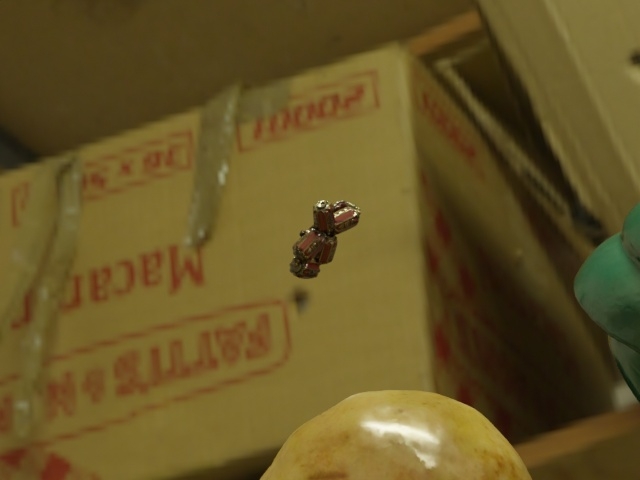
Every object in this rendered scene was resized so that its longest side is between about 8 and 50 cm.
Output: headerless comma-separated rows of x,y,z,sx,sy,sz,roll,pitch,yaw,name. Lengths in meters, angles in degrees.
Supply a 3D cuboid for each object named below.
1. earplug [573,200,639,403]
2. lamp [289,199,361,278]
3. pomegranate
0.339,0.061,1.634,0.257,0.164,0.280,-7,-49,-33,earplug
0.000,0.000,1.731,0.063,0.031,0.083,8,-69,-51,lamp
0.072,0.322,1.901,0.338,0.338,0.338,-6,-36,-4,pomegranate
